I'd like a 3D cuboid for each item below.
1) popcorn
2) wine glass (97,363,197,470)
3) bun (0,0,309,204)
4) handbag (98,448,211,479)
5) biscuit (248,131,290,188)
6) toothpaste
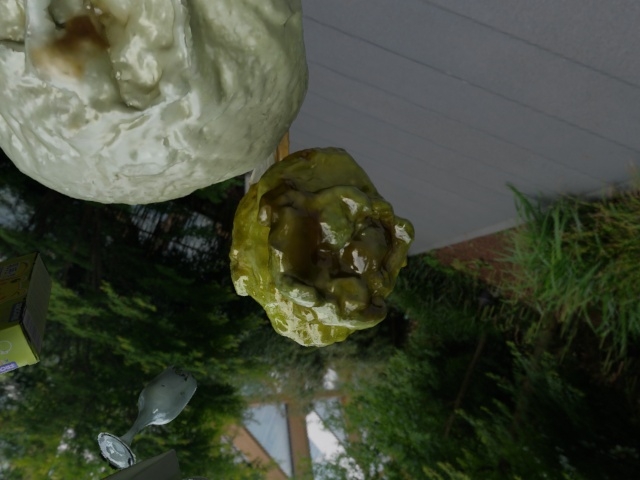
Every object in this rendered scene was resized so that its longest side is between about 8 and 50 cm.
[{"bbox_3d":[0.005,0.000,0.501,0.197,0.198,0.155,24,151,-22],"label":"popcorn"},{"bbox_3d":[-0.492,0.505,1.479,0.143,0.144,0.321,21,-149,13],"label":"wine glass"},{"bbox_3d":[-0.181,-0.186,0.482,0.349,0.352,0.227,49,-162,-24],"label":"bun"},{"bbox_3d":[-0.326,0.550,1.009,0.315,0.109,0.241,-4,-124,-43],"label":"handbag"},{"bbox_3d":[-0.119,-0.179,1.250,0.040,0.205,0.309,-4,144,-22],"label":"biscuit"},{"bbox_3d":[-0.552,0.121,0.897,0.110,0.078,0.327,-20,-154,-17],"label":"toothpaste"}]
